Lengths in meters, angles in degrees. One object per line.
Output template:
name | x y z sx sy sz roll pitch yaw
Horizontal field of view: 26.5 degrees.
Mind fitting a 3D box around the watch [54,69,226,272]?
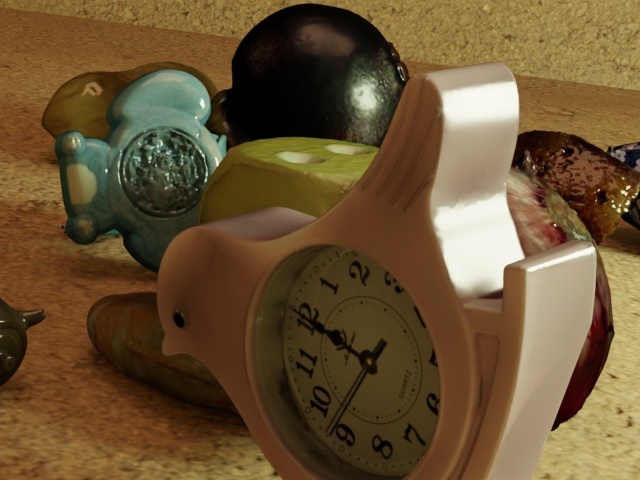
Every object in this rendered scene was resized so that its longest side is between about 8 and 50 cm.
watch | -0.184 -0.060 1.420 0.211 0.211 0.193 3 -6 -13

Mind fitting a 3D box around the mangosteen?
mangosteen | -0.029 -0.159 1.739 0.302 0.275 0.275 -29 11 10

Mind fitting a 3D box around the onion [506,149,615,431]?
onion | 0.119 0.046 1.098 0.252 0.219 0.252 33 32 -24

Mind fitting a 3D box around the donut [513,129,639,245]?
donut | 0.277 -0.061 1.655 0.187 0.144 0.126 31 58 8

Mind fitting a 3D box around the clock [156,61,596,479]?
clock | 0.030 0.020 0.826 0.275 0.290 0.080 35 30 31

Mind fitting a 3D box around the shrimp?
shrimp | -0.065 0.088 1.069 0.168 0.077 0.317 -3 14 -40

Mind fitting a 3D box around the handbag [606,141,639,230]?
handbag | 0.483 -0.050 1.709 0.229 0.126 0.208 -4 30 -15

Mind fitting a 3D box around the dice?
dice | 0.000 0.000 1.240 0.169 0.166 0.169 17 18 34

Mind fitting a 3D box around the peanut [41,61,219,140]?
peanut | -0.247 -0.184 1.890 0.148 0.147 0.319 16 15 33

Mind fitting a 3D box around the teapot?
teapot | -0.260 0.082 1.013 0.068 0.076 0.121 26 50 31
